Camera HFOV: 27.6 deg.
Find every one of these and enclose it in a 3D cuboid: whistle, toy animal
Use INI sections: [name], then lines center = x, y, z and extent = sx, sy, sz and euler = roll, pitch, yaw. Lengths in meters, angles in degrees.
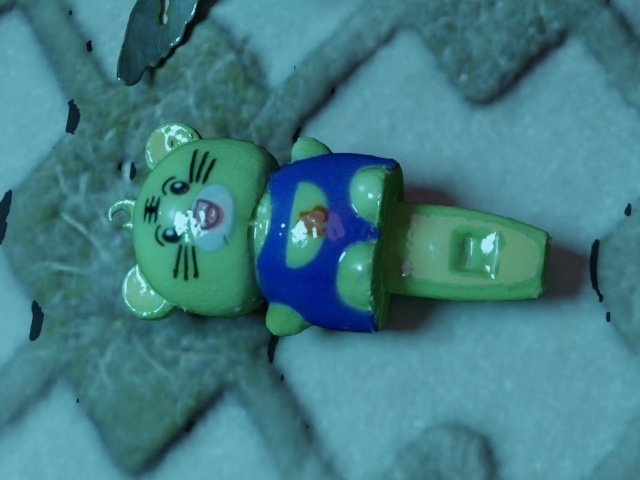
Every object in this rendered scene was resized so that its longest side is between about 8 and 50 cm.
[whistle]
center = 0.000, 0.000, 0.656
extent = 0.227, 0.085, 0.105
euler = 7, 81, 12
[toy animal]
center = -0.044, -0.203, 0.731
extent = 0.219, 0.095, 0.155
euler = -24, 73, 0
